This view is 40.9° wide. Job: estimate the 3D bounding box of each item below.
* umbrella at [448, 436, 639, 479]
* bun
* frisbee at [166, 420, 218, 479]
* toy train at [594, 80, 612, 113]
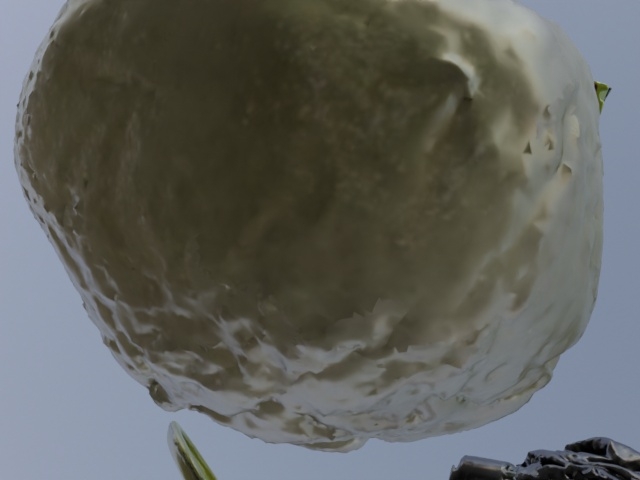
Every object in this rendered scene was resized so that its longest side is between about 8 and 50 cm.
[{"bbox_3d":[0.278,0.214,0.698,0.336,0.154,0.128,0,-105,38],"label":"umbrella"},{"bbox_3d":[0.000,0.000,0.488,0.352,0.348,0.228,0,-104,54],"label":"bun"},{"bbox_3d":[-0.061,0.247,0.686,0.017,0.236,0.236,-32,-116,-11],"label":"frisbee"},{"bbox_3d":[0.126,-0.135,0.768,0.249,0.053,0.085,17,-108,10],"label":"toy train"}]
